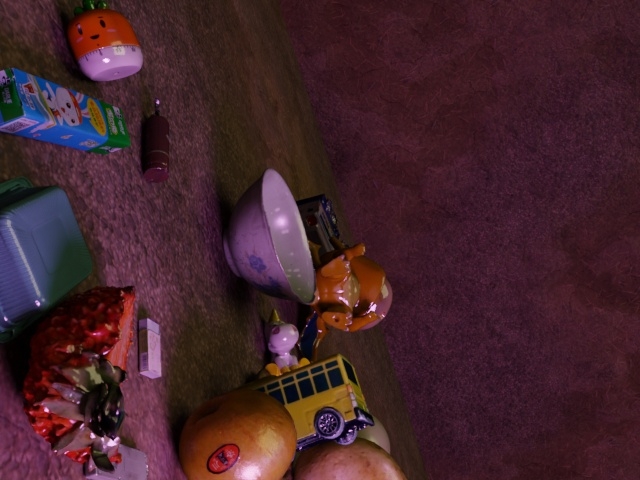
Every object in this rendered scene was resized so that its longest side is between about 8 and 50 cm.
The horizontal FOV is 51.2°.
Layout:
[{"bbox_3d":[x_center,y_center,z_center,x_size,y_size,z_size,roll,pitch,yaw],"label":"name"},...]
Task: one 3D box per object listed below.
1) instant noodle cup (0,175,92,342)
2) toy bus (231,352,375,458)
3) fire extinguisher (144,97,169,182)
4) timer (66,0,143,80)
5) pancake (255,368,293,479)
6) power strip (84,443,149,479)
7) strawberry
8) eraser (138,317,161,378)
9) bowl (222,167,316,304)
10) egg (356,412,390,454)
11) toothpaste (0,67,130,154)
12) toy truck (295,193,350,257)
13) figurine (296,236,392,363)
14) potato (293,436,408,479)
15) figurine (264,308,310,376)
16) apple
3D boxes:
[{"bbox_3d":[-0.325,0.011,0.746,0.179,0.070,0.157,-72,147,-71],"label":"instant noodle cup"},{"bbox_3d":[-0.053,0.306,1.176,0.128,0.262,0.150,54,16,-64],"label":"toy bus"},{"bbox_3d":[-0.295,-0.173,1.204,0.078,0.045,0.157,107,-22,-55],"label":"fire extinguisher"},{"bbox_3d":[-0.337,-0.317,1.039,0.136,0.099,0.136,167,-90,-90],"label":"timer"},{"bbox_3d":[-0.098,0.385,1.369,0.250,0.031,0.250,-12,90,-85],"label":"pancake"},{"bbox_3d":[-0.256,0.278,0.832,0.136,0.019,0.051,55,24,-58],"label":"power strip"},{"bbox_3d":[-0.269,0.140,0.756,0.286,0.106,0.188,-120,-142,-67],"label":"strawberry"},{"bbox_3d":[-0.255,0.160,0.995,0.038,0.019,0.083,51,25,-59],"label":"eraser"},{"bbox_3d":[-0.129,0.009,1.475,0.313,0.146,0.313,-17,90,-80],"label":"bowl"},{"bbox_3d":[0.080,0.517,1.677,0.253,0.188,0.189,-30,104,-84],"label":"egg"},{"bbox_3d":[-0.349,-0.169,0.910,0.266,0.050,0.065,-1,73,-79],"label":"toothpaste"},{"bbox_3d":[0.000,0.000,2.159,0.155,0.124,0.268,-71,143,-58],"label":"toy truck"},{"bbox_3d":[0.039,0.109,1.852,0.387,0.268,0.401,-6,76,-76],"label":"figurine"},{"bbox_3d":[0.052,0.518,1.386,0.242,0.285,0.243,21,53,-30],"label":"potato"},{"bbox_3d":[-0.092,0.243,1.522,0.129,0.109,0.178,139,-63,-74],"label":"figurine"},{"bbox_3d":[-0.128,0.310,1.018,0.155,0.182,0.182,48,17,-9],"label":"apple"}]
